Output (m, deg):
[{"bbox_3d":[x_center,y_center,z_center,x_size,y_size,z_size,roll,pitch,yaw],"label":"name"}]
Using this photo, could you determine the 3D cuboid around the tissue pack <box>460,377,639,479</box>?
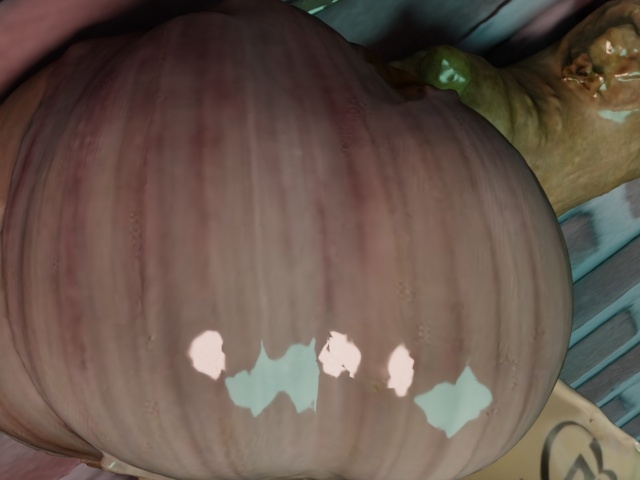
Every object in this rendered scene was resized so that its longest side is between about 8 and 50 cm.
[{"bbox_3d":[-0.016,0.275,0.847,0.405,0.205,0.332,-48,166,-29],"label":"tissue pack"}]

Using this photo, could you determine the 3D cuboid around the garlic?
[{"bbox_3d":[0.000,0.000,0.545,0.257,0.207,0.207,-48,169,-40],"label":"garlic"}]

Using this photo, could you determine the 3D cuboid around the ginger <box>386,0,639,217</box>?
[{"bbox_3d":[0.091,-0.045,0.695,0.213,0.074,0.137,-19,143,-41],"label":"ginger"}]
